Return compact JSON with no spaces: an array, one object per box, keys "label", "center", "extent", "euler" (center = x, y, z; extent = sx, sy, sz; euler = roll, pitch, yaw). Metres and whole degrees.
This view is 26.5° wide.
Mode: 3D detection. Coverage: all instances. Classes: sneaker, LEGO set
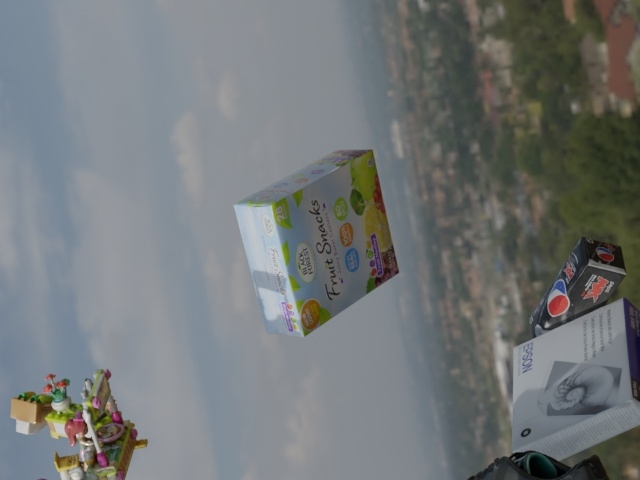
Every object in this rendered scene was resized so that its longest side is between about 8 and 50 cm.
[{"label":"sneaker","center":[0.199,0.266,1.404],"extent":[0.101,0.267,0.106],"euler":[-12,-85,-45]},{"label":"LEGO set","center":[-0.269,0.190,1.477],"extent":[0.287,0.132,0.107],"euler":[-137,29,-63]}]

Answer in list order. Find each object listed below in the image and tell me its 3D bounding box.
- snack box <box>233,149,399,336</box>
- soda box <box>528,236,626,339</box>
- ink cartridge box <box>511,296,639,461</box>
[{"label":"snack box","center":[0.000,0.000,1.694],"extent":[0.207,0.070,0.174],"euler":[-31,-65,-43]},{"label":"soda box","center":[0.332,0.074,1.769],"extent":[0.053,0.060,0.169],"euler":[-90,18,-45]},{"label":"ink cartridge box","center":[0.335,0.159,1.633],"extent":[0.045,0.224,0.223],"euler":[54,-157,-21]}]
